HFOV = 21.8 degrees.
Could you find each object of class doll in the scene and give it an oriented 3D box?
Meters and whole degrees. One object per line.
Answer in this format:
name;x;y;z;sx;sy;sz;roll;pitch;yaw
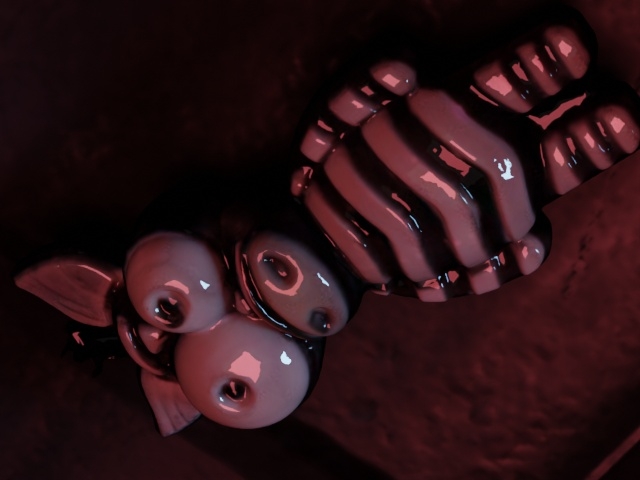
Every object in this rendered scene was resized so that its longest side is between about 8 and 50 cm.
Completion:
doll;0.000;0.000;0.536;0.219;0.067;0.091;-29;114;24
